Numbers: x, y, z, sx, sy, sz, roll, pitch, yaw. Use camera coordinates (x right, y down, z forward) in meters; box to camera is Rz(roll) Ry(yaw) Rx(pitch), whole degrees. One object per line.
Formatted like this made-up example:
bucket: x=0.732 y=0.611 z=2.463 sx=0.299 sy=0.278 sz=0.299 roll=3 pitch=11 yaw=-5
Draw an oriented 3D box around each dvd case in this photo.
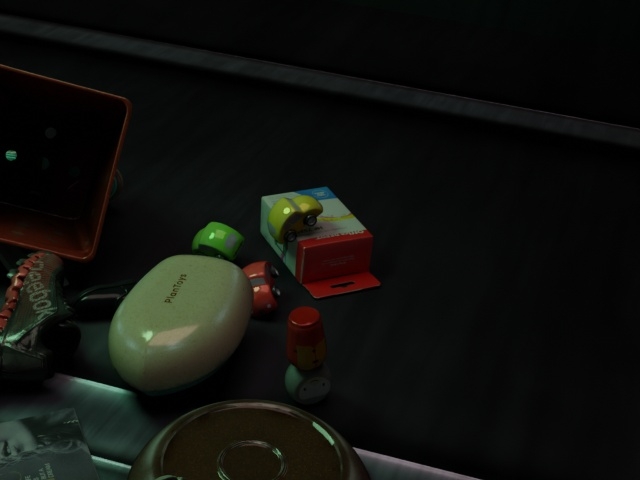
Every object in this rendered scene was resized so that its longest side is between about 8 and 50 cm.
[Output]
dvd case: x=-0.397 y=0.283 z=1.236 sx=0.221 sy=0.018 sz=0.164 roll=-10 pitch=34 yaw=-23

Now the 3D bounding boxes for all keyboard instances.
keyboard: x=-0.505 y=0.019 z=1.679 sx=0.072 sy=0.014 sz=0.256 roll=-10 pitch=34 yaw=-35

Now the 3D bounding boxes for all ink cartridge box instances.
ink cartridge box: x=0.000 y=0.000 z=1.728 sx=0.134 sy=0.078 sz=0.231 roll=-11 pitch=35 yaw=-24

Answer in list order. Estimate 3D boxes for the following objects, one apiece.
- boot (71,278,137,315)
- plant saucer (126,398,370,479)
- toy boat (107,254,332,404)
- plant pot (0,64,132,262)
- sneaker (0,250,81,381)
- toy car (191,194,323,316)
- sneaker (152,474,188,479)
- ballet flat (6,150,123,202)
boot: x=-0.307 y=0.109 z=1.529 sx=0.121 sy=0.045 sz=0.099 roll=-17 pitch=43 yaw=-31
plant saucer: x=-0.086 y=0.293 z=1.246 sx=0.311 sy=0.050 sz=0.310 roll=4 pitch=31 yaw=-2
toy boat: x=-0.138 y=0.144 z=1.414 sx=0.318 sy=0.148 sz=0.267 roll=9 pitch=36 yaw=17
plant pot: x=-0.470 y=-0.130 z=1.657 sx=0.267 sy=0.267 sz=0.236 roll=14 pitch=1 yaw=-10
sneaker: x=-0.403 y=0.112 z=1.450 sx=0.135 sy=0.097 sz=0.276 roll=6 pitch=32 yaw=1
toy car: x=-0.132 y=0.006 z=1.659 sx=0.225 sy=0.053 sz=0.239 roll=6 pitch=56 yaw=34
sneaker: x=-0.244 y=0.368 z=1.062 sx=0.283 sy=0.110 sz=0.122 roll=-40 pitch=13 yaw=-33
ballet flat: x=-0.506 y=-0.129 z=1.848 sx=0.316 sy=0.107 sz=0.106 roll=10 pitch=5 yaw=5
